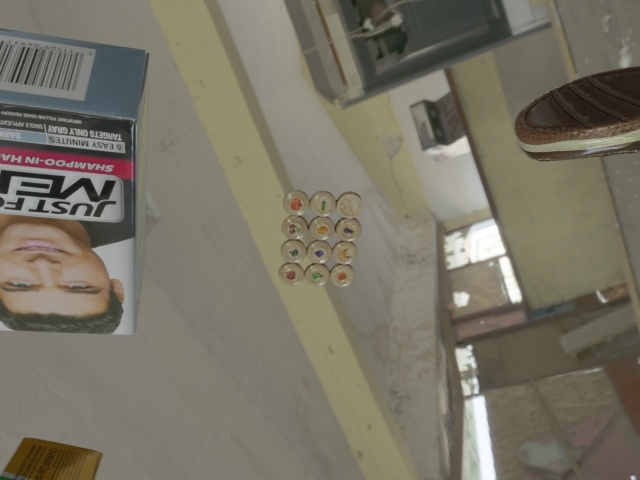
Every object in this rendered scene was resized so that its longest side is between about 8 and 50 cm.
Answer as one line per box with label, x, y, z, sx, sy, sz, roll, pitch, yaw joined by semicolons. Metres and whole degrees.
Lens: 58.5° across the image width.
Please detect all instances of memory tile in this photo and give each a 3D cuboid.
memory tile;0.000;0.000;0.802;0.012;0.113;0.147;-99;12;-65

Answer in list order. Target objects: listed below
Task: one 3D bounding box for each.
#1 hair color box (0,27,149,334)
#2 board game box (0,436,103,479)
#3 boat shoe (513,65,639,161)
hair color box;-0.294;-0.036;0.634;0.374;0.186;0.113;112;158;-49
board game box;-0.224;0.322;0.345;0.242;0.064;0.316;-154;81;-76
boat shoe;0.318;-0.108;0.532;0.095;0.258;0.095;-86;-22;-45
